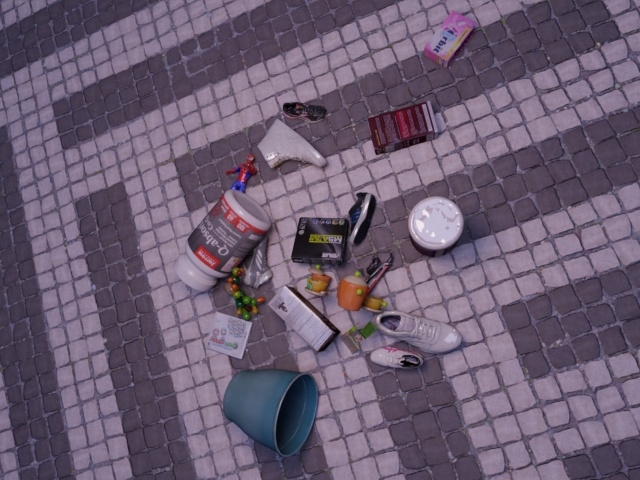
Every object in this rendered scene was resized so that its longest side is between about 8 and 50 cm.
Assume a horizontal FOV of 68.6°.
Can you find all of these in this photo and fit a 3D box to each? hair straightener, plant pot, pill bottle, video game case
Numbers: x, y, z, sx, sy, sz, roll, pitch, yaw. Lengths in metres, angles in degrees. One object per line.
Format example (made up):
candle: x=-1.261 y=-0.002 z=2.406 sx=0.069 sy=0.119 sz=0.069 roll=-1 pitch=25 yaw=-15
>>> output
hair straightener: x=0.179 y=0.119 z=1.703 sx=0.089 sy=0.047 sz=0.231 roll=37 pitch=96 yaw=16
plant pot: x=-0.183 y=0.565 z=1.618 sx=0.255 sy=0.271 sz=0.272 roll=6 pitch=82 yaw=29
pill bottle: x=-0.368 y=0.006 z=1.746 sx=0.210 sy=0.210 sz=0.363 roll=46 pitch=104 yaw=15
video game case: x=-0.350 y=0.362 z=1.798 sx=0.157 sy=0.019 sz=0.143 roll=14 pitch=84 yaw=15
pill bottle: x=0.378 y=-0.034 z=1.554 sx=0.169 sy=0.301 sz=0.170 roll=-2 pitch=81 yaw=11

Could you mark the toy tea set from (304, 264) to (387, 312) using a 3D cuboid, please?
toy tea set: x=0.068 y=0.145 z=1.617 sx=0.335 sy=0.200 sz=0.125 roll=18 pitch=94 yaw=38

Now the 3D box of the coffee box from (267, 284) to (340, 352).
coffee box: x=-0.056 y=0.280 z=1.684 sx=0.246 sy=0.141 sz=0.098 roll=42 pitch=91 yaw=14

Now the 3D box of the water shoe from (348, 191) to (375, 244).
water shoe: x=0.141 y=-0.082 z=1.745 sx=0.080 sy=0.073 sz=0.203 roll=17 pitch=80 yaw=36

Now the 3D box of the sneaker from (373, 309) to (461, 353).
sneaker: x=0.323 y=0.310 z=1.589 sx=0.304 sy=0.152 sz=0.114 roll=11 pitch=78 yaw=13

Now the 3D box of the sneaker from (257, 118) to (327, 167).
sneaker: x=-0.118 y=-0.329 z=1.820 sx=0.292 sy=0.108 sz=0.169 roll=40 pitch=93 yaw=25

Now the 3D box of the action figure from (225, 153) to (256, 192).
action figure: x=-0.329 y=-0.219 z=1.831 sx=0.091 sy=0.139 sz=0.281 roll=21 pitch=84 yaw=13

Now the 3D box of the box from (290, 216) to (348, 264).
box: x=0.000 y=0.000 z=1.732 sx=0.190 sy=0.045 sz=0.184 roll=3 pitch=55 yaw=13

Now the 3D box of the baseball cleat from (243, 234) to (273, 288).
baseball cleat: x=-0.218 y=0.084 z=1.796 sx=0.109 sy=0.072 sz=0.206 roll=23 pitch=95 yaw=7

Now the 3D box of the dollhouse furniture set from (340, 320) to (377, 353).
dollhouse furniture set: x=0.136 y=0.336 z=1.659 sx=0.058 sy=0.152 sz=0.076 roll=-34 pitch=78 yaw=-36

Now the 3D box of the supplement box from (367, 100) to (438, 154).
supplement box: x=0.305 y=-0.417 z=1.750 sx=0.239 sy=0.073 sz=0.131 roll=-13 pitch=78 yaw=9

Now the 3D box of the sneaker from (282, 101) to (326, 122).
sneaker: x=-0.069 y=-0.509 z=1.846 sx=0.178 sy=0.077 sz=0.072 roll=3 pitch=83 yaw=12

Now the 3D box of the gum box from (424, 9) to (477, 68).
gum box: x=0.491 y=-0.761 z=1.770 sx=0.107 sy=0.062 sz=0.188 roll=37 pitch=91 yaw=15

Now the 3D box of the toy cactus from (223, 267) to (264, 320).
toy cactus: x=-0.304 y=0.186 z=1.760 sx=0.112 sy=0.219 sz=0.180 roll=-33 pitch=32 yaw=-26

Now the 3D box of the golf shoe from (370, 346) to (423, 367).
golf shoe: x=0.262 y=0.405 z=1.622 sx=0.185 sy=0.086 sz=0.068 roll=0 pitch=82 yaw=14
